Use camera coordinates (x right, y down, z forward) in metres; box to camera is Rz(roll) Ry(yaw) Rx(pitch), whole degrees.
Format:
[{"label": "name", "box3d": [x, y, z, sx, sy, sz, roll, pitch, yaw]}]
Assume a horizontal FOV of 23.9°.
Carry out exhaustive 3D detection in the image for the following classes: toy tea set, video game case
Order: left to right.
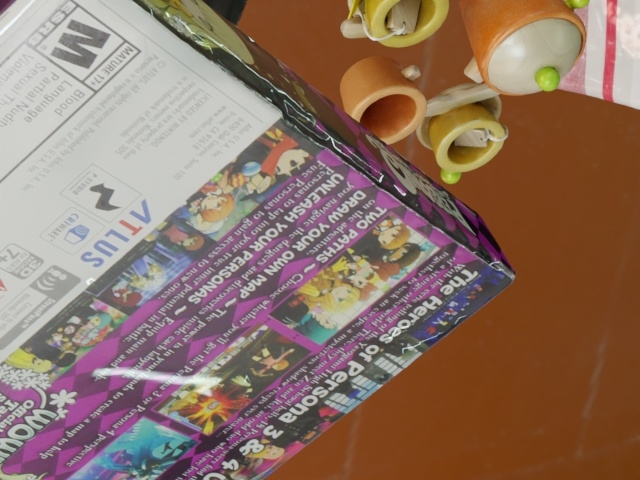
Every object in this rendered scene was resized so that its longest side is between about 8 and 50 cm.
[{"label": "video game case", "box3d": [-0.085, 0.031, 0.472, 0.232, 0.042, 0.210, -40, 136, 17]}, {"label": "toy tea set", "box3d": [0.109, -0.105, 1.336, 0.200, 0.124, 0.336, -8, 141, -19]}]

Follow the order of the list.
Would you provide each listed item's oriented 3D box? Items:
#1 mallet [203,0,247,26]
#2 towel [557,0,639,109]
[{"label": "mallet", "box3d": [-0.061, -0.130, 0.706, 0.039, 0.189, 0.062, 17, 101, -15]}, {"label": "towel", "box3d": [0.375, -0.220, 1.595, 0.037, 0.329, 0.237, -47, 144, -35]}]
